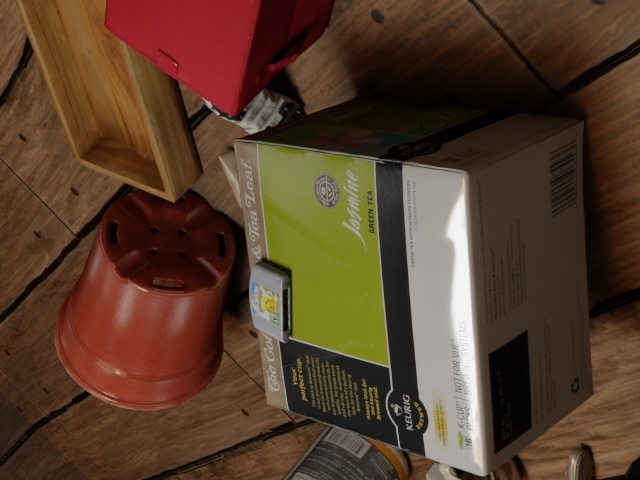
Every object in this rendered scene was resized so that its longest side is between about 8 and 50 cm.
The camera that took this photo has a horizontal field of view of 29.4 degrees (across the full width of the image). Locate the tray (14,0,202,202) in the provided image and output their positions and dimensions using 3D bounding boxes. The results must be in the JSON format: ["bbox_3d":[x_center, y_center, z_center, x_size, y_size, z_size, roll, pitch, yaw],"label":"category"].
[{"bbox_3d":[-0.299,-0.252,1.670,0.203,0.076,0.411,22,144,30],"label":"tray"}]

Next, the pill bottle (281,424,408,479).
[{"bbox_3d":[0.006,0.427,1.954,0.162,0.278,0.162,29,147,21],"label":"pill bottle"}]

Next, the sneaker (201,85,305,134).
[{"bbox_3d":[-0.112,-0.187,1.478,0.106,0.078,0.234,34,179,32],"label":"sneaker"}]

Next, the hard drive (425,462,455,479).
[{"bbox_3d":[0.275,0.500,1.974,0.203,0.040,0.307,22,142,30],"label":"hard drive"}]

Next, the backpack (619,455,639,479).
[{"bbox_3d":[0.432,0.320,1.460,0.144,0.166,0.188,38,150,13],"label":"backpack"}]

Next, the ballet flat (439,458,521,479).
[{"bbox_3d":[0.193,0.271,1.724,0.108,0.106,0.316,-3,127,49],"label":"ballet flat"}]

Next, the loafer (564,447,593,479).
[{"bbox_3d":[0.352,0.328,1.681,0.039,0.045,0.125,22,147,40],"label":"loafer"}]

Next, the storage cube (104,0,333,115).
[{"bbox_3d":[-0.101,-0.290,1.299,0.215,0.183,0.193,36,147,10],"label":"storage cube"}]

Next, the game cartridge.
[{"bbox_3d":[-0.056,0.067,1.339,0.056,0.017,0.083,26,125,44],"label":"game cartridge"}]

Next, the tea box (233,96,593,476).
[{"bbox_3d":[0.103,0.032,1.337,0.324,0.220,0.329,12,116,40],"label":"tea box"}]

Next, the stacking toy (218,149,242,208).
[{"bbox_3d":[0.000,0.000,1.661,0.279,0.130,0.309,45,158,53],"label":"stacking toy"}]

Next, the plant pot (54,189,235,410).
[{"bbox_3d":[-0.253,0.076,1.859,0.272,0.272,0.265,36,140,10],"label":"plant pot"}]
